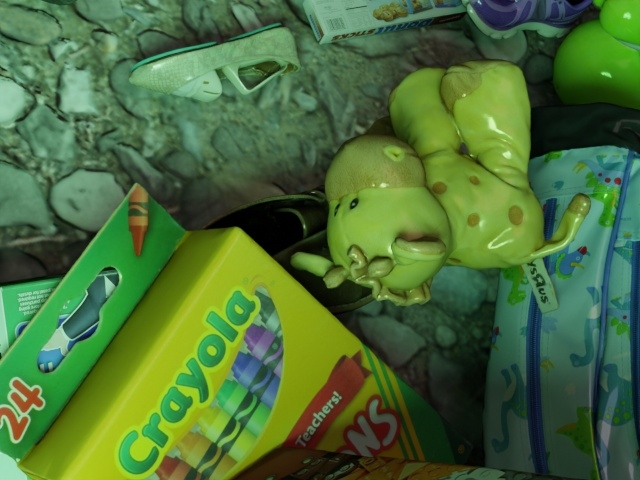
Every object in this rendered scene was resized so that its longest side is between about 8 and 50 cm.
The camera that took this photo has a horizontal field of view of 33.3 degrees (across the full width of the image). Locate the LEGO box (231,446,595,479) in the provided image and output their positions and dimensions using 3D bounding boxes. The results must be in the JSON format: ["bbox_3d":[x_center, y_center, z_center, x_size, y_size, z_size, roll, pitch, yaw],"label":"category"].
[{"bbox_3d":[0.109,0.370,0.536,0.193,0.372,0.500,-31,100,-31],"label":"LEGO box"}]

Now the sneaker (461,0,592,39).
[{"bbox_3d":[0.214,-0.254,1.106,0.169,0.071,0.068,-9,69,-35],"label":"sneaker"}]

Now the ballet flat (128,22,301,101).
[{"bbox_3d":[-0.085,-0.150,0.940,0.168,0.057,0.052,-23,89,-31],"label":"ballet flat"}]

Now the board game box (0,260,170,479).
[{"bbox_3d":[-0.227,0.138,0.690,0.317,0.046,0.214,-8,94,-34],"label":"board game box"}]

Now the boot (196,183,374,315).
[{"bbox_3d":[0.000,0.000,0.878,0.305,0.115,0.112,-21,76,-32],"label":"boot"}]

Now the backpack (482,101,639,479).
[{"bbox_3d":[0.261,0.105,0.883,0.290,0.273,0.356,42,67,-37],"label":"backpack"}]

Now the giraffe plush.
[{"bbox_3d":[0.068,-0.023,0.779,0.170,0.181,0.210,-14,64,-38],"label":"giraffe plush"}]

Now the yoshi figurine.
[{"bbox_3d":[0.384,-0.165,1.127,0.362,0.203,0.203,21,100,-31],"label":"yoshi figurine"}]

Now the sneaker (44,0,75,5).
[{"bbox_3d":[-0.270,-0.302,0.901,0.227,0.087,0.130,37,64,1],"label":"sneaker"}]

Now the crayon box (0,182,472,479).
[{"bbox_3d":[-0.055,0.135,0.730,0.318,0.081,0.202,43,66,-26],"label":"crayon box"}]

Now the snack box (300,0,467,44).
[{"bbox_3d":[0.064,-0.240,1.067,0.178,0.022,0.064,-16,76,-30],"label":"snack box"}]
